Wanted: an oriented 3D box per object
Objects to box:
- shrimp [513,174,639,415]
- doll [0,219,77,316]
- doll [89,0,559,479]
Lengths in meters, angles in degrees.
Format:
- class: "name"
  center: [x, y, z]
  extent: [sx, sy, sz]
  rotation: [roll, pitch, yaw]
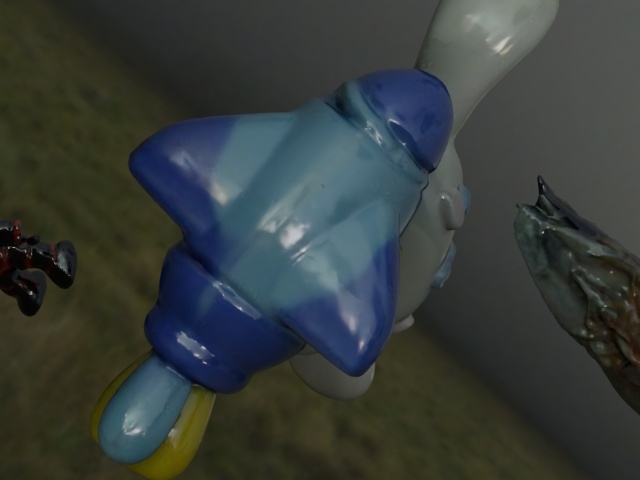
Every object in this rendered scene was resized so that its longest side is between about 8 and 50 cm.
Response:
- class: "shrimp"
  center: [0.214, 0.085, 0.857]
  extent: [0.317, 0.062, 0.164]
  rotation: [43, -5, -24]
- class: "doll"
  center: [-0.334, 0.002, 1.399]
  extent: [0.248, 0.127, 0.088]
  rotation: [24, 25, -33]
- class: "doll"
  center: [0.008, 0.002, 1.101]
  extent: [0.187, 0.376, 0.365]
  rotation: [17, 24, 26]
